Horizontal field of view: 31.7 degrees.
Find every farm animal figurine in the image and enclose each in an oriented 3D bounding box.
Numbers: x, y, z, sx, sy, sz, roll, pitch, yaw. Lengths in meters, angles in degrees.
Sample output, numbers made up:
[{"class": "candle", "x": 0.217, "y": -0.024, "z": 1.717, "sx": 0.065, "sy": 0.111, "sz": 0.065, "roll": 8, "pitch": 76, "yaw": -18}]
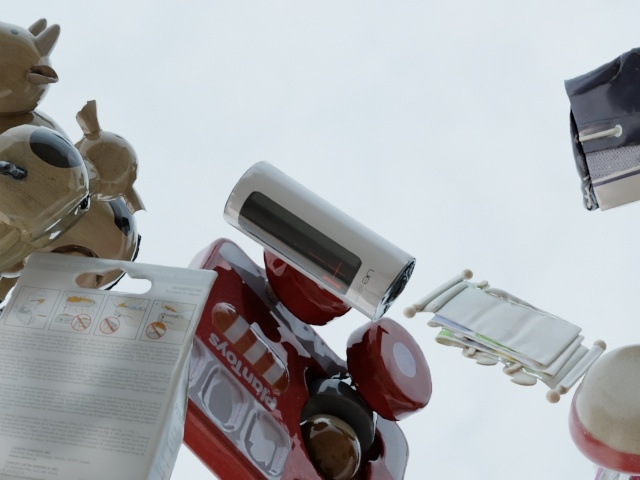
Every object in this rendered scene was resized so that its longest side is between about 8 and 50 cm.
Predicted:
[{"class": "farm animal figurine", "x": -0.216, "y": -0.057, "z": 0.774, "sx": 0.172, "sy": 0.330, "sz": 0.326, "roll": -41, "pitch": -36, "yaw": -11}]

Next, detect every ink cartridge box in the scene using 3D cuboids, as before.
[{"class": "ink cartridge box", "x": -0.156, "y": 0.094, "z": 0.745, "sx": 0.045, "sy": 0.146, "sz": 0.179, "roll": 80, "pitch": -160, "yaw": -48}]

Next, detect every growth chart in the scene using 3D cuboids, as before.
[{"class": "growth chart", "x": 0.215, "y": 0.107, "z": 1.330, "sx": 0.172, "sy": 0.237, "sz": 0.021, "roll": -23, "pitch": -50, "yaw": -42}]

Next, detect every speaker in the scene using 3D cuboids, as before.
[{"class": "speaker", "x": 0.000, "y": 0.000, "z": 0.807, "sx": 0.136, "sy": 0.055, "sz": 0.055, "roll": 34, "pitch": -98, "yaw": 14}]

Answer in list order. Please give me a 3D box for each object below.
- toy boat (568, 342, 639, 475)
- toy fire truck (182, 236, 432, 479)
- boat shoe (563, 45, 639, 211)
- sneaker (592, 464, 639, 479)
[{"class": "toy boat", "x": 0.343, "y": 0.192, "z": 1.051, "sx": 0.231, "sy": 0.151, "sz": 0.151, "roll": 10, "pitch": -61, "yaw": -4}, {"class": "toy fire truck", "x": -0.036, "y": 0.145, "z": 1.011, "sx": 0.169, "sy": 0.254, "sz": 0.302, "roll": -30, "pitch": -71, "yaw": 28}, {"class": "boat shoe", "x": 0.406, "y": -0.146, "z": 1.147, "sx": 0.127, "sy": 0.341, "sz": 0.158, "roll": -10, "pitch": -97, "yaw": -59}, {"class": "sneaker", "x": 0.385, "y": 0.263, "z": 1.345, "sx": 0.252, "sy": 0.111, "sz": 0.103, "roll": -33, "pitch": -91, "yaw": -45}]
